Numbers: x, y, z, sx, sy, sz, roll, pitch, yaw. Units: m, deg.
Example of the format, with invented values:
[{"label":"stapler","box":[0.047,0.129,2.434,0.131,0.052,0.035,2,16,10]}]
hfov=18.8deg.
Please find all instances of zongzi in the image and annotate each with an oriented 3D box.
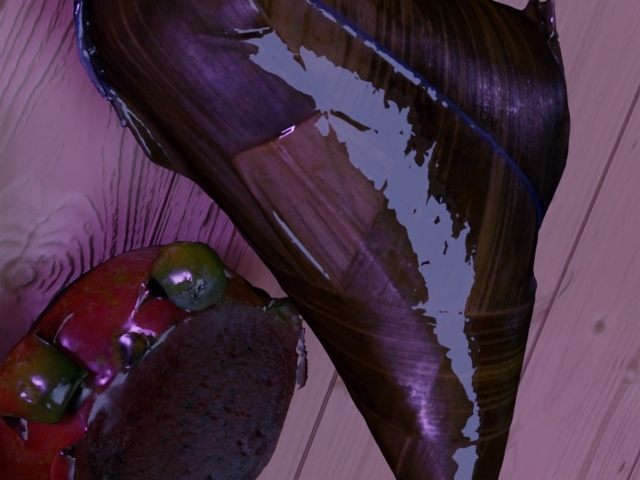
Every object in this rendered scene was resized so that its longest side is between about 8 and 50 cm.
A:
[{"label":"zongzi","box":[0.000,0.000,1.285,0.403,0.207,0.432,20,69,-45]}]

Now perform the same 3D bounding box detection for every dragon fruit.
[{"label":"dragon fruit","box":[-0.125,0.117,1.393,0.268,0.130,0.295,-10,123,-40]}]
